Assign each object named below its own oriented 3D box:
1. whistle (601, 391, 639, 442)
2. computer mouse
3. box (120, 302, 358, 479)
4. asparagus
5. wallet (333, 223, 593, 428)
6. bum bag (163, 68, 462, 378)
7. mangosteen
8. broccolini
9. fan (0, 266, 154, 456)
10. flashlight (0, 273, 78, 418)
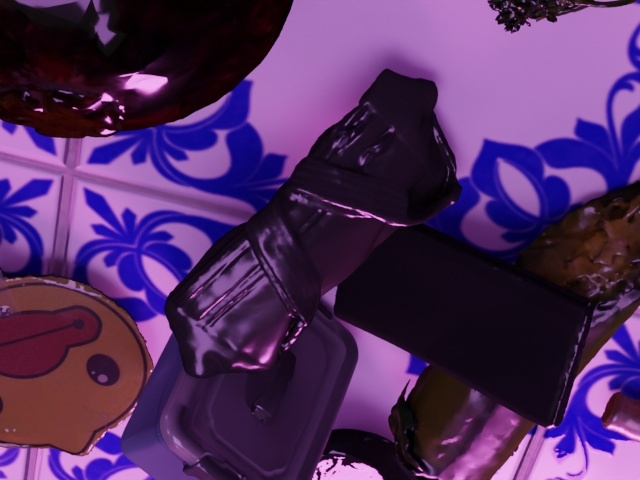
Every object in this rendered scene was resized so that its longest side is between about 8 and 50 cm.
[{"bbox_3d":[0.376,0.202,1.560,0.220,0.057,0.107,23,130,-6],"label":"whistle"},{"bbox_3d":[0.044,0.249,1.645,0.122,0.073,0.217,-17,131,25],"label":"computer mouse"},{"bbox_3d":[-0.073,0.143,1.490,0.162,0.227,0.130,41,139,-22],"label":"box"},{"bbox_3d":[0.198,0.079,1.460,0.128,0.108,0.382,24,127,-16],"label":"asparagus"},{"bbox_3d":[0.121,0.063,1.426,0.244,0.025,0.124,26,117,27],"label":"wallet"},{"bbox_3d":[0.000,0.000,1.375,0.326,0.080,0.142,-46,123,8],"label":"bum bag"},{"bbox_3d":[-0.159,-0.251,1.175,0.306,0.360,0.306,9,164,3],"label":"mangosteen"},{"bbox_3d":[0.227,-0.202,1.246,0.201,0.058,0.074,0,133,18],"label":"broccolini"},{"bbox_3d":[-0.293,0.090,1.561,0.229,0.011,0.335,-17,122,7],"label":"fan"},{"bbox_3d":[-0.298,0.110,1.607,0.093,0.047,0.200,-16,125,15],"label":"flashlight"}]
